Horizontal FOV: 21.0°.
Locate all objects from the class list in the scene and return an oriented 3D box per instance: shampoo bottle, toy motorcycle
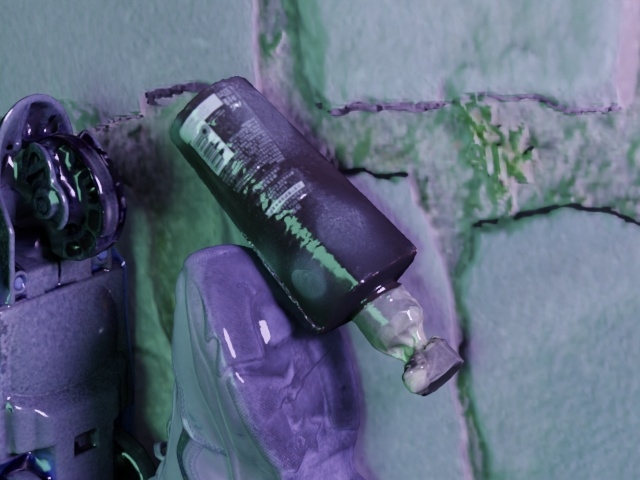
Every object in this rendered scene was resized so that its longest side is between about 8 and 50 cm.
[{"bbox_3d":[0.000,0.001,0.943,0.207,0.063,0.057,48,129,16],"label":"shampoo bottle"},{"bbox_3d":[-0.204,0.073,1.088,0.213,0.125,0.358,19,116,35],"label":"toy motorcycle"}]

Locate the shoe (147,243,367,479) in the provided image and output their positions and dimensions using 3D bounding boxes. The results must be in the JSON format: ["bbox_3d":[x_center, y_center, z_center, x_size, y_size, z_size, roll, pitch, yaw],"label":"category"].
[{"bbox_3d":[-0.049,0.120,1.001,0.138,0.095,0.245,-7,106,37],"label":"shoe"}]
